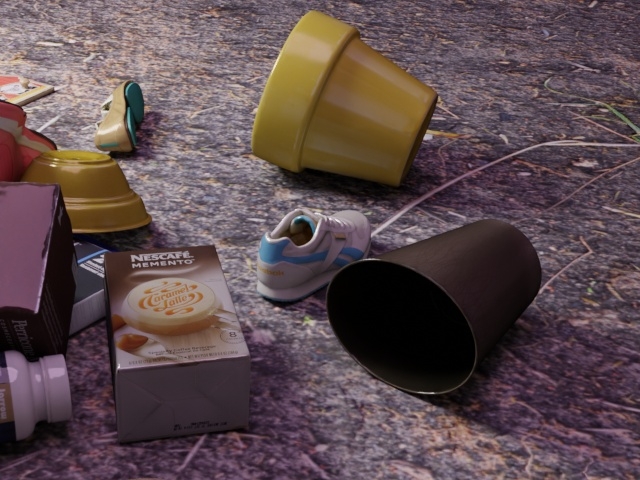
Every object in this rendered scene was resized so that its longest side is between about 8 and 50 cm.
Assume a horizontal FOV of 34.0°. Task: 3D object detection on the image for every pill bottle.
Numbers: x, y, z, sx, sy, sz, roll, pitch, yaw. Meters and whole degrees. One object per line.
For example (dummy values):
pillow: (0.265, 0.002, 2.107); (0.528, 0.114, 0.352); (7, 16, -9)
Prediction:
pill bottle: (-0.343, 0.162, 1.064); (0.169, 0.094, 0.094); (-8, 30, -19)

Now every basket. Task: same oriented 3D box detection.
basket: (0.154, 0.064, 1.248); (0.204, 0.154, 0.227); (20, 28, 33)

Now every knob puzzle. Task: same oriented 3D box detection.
knob puzzle: (-0.630, -0.289, 1.964); (0.213, 0.030, 0.213); (2, 28, -1)

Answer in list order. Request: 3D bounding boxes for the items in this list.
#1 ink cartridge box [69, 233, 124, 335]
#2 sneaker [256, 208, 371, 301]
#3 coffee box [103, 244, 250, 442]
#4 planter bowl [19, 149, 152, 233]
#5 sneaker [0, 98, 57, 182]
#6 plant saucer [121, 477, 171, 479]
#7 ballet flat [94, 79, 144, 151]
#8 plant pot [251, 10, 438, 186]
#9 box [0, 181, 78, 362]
ink cartridge box: (-0.329, 0.037, 1.359); (0.206, 0.045, 0.208); (21, 31, 31)
sneaker: (0.000, 0.000, 1.409); (0.087, 0.092, 0.229); (17, 29, 28)
coffee box: (-0.169, 0.107, 1.180); (0.141, 0.098, 0.246); (-4, 29, -14)
planter bowl: (-0.344, -0.077, 1.468); (0.217, 0.090, 0.217); (4, 12, -1)
sneaker: (-0.473, -0.115, 1.499); (0.116, 0.136, 0.314); (20, -9, 3)
plant saucer: (-0.159, 0.285, 0.911); (0.199, 0.036, 0.198); (2, 29, -1)
ballet flat: (-0.352, -0.218, 1.812); (0.073, 0.080, 0.232); (-13, 27, 2)
plant pot: (0.049, -0.206, 1.667); (0.239, 0.254, 0.254); (23, 31, 7)
box: (-0.386, 0.045, 1.148); (0.203, 0.168, 0.167); (2, 57, -2)
